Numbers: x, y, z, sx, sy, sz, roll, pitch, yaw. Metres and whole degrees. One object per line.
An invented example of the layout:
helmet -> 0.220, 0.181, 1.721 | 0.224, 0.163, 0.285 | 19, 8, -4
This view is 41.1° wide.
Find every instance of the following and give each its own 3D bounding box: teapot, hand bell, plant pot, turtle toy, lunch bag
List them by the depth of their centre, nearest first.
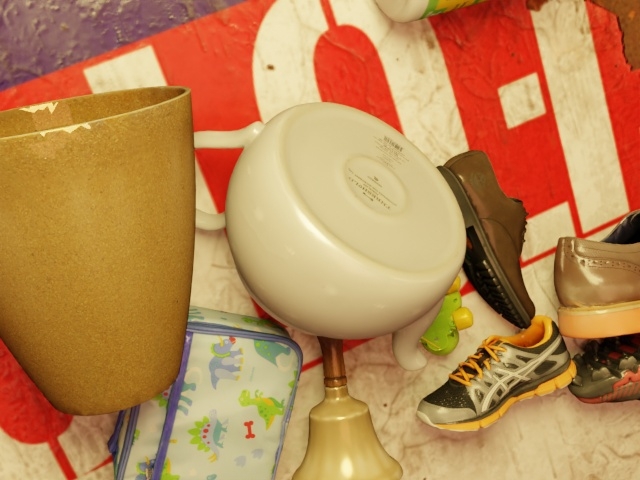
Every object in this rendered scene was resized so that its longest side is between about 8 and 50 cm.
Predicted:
plant pot -> -0.204, 0.012, 0.744 | 0.237, 0.237, 0.254 | -15, 108, -15
teapot -> 0.000, 0.000, 0.842 | 0.253, 0.256, 0.187 | -1, 146, -40
lunch bag -> -0.124, 0.184, 0.900 | 0.176, 0.090, 0.218 | 13, 98, -17
hand bell -> 0.016, 0.146, 0.941 | 0.126, 0.126, 0.241 | -8, 95, -17
turtle toy -> 0.122, 0.080, 0.965 | 0.095, 0.066, 0.130 | -18, 114, 11

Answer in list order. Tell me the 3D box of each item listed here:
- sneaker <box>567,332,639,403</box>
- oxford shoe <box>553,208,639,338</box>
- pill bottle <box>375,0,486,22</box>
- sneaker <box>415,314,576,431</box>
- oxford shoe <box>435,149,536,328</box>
sneaker -> 0.439, 0.166, 1.078 | 0.276, 0.098, 0.135 | -17, 107, -15
oxford shoe -> 0.444, 0.020, 1.031 | 0.364, 0.130, 0.132 | -11, 92, -23
pill bottle -> 0.172, -0.310, 0.843 | 0.246, 0.136, 0.136 | -18, 109, -13
sneaker -> 0.202, 0.157, 1.010 | 0.215, 0.084, 0.083 | -22, 108, -22
oxford shoe -> 0.205, 0.000, 0.966 | 0.096, 0.083, 0.227 | -33, 113, -13
